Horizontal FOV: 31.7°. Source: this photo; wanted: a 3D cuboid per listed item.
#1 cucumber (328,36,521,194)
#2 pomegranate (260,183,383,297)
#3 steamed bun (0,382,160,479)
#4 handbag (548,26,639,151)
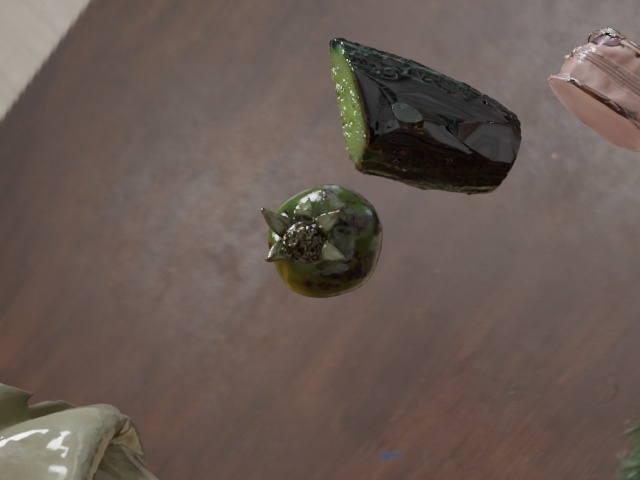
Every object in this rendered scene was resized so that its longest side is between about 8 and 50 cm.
[{"bbox_3d":[0.092,-0.107,1.039,0.193,0.086,0.115,16,89,-18],"label":"cucumber"},{"bbox_3d":[0.002,-0.006,1.339,0.149,0.169,0.148,-3,71,7],"label":"pomegranate"},{"bbox_3d":[-0.273,0.250,0.891,0.368,0.342,0.255,-4,48,-3],"label":"steamed bun"},{"bbox_3d":[0.485,-0.246,1.831,0.205,0.179,0.116,37,87,16],"label":"handbag"}]
